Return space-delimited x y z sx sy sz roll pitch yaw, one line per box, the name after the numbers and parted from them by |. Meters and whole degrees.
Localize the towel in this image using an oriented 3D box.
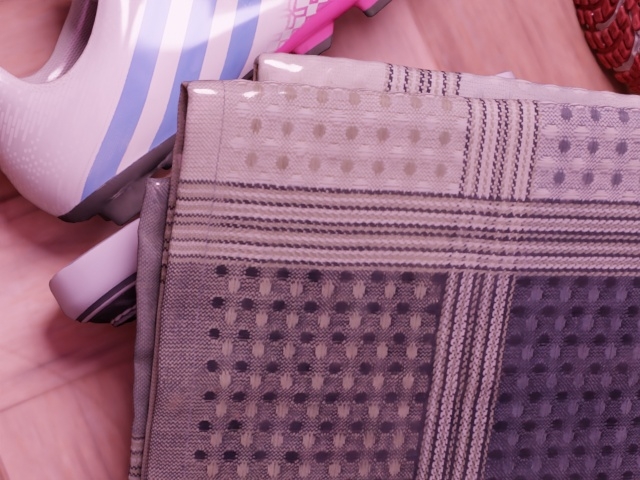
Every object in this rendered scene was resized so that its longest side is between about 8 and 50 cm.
0.053 0.061 0.895 0.324 0.056 0.312 2 107 -21 | towel

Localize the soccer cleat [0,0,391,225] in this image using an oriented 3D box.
-0.057 -0.152 0.924 0.331 0.116 0.143 -43 104 -13 | soccer cleat

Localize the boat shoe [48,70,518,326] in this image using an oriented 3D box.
0.000 0.000 0.933 0.301 0.108 0.102 -22 86 -22 | boat shoe

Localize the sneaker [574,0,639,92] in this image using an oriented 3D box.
0.206 -0.198 1.011 0.093 0.088 0.225 -4 83 -15 | sneaker
